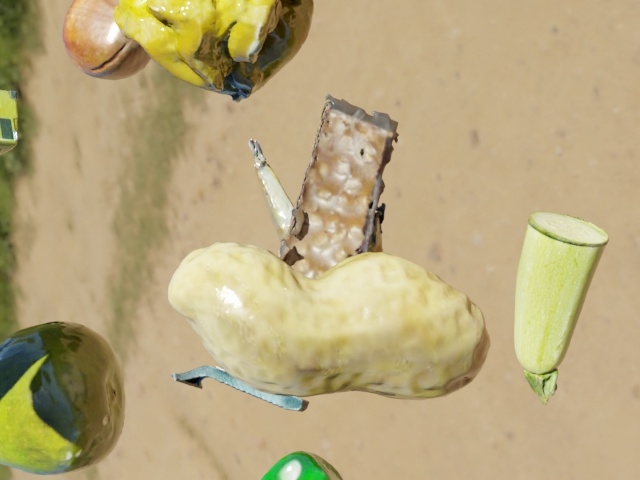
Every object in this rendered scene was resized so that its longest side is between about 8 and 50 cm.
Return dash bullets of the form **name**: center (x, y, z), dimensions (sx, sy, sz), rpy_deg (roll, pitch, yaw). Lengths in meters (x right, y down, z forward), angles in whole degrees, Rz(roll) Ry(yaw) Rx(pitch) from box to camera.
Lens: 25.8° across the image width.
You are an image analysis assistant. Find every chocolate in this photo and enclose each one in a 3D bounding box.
- **chocolate**: center (0.000, 0.002, 1.518), dimensions (0.065, 0.102, 0.329), rpy_deg (-24, 46, 63)

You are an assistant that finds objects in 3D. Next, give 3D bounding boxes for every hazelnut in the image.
- **hazelnut**: center (-0.280, -0.292, 1.957), dimensions (0.150, 0.150, 0.150), rpy_deg (48, 148, 44)

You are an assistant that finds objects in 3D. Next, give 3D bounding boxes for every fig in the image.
- **fig**: center (-0.428, 0.214, 2.032), dimensions (0.314, 0.233, 0.233), rpy_deg (19, 134, 19)

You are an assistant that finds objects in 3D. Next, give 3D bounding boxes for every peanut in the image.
- **peanut**: center (0.007, 0.058, 0.976), dimensions (0.103, 0.229, 0.098), rpy_deg (-99, 19, -51)

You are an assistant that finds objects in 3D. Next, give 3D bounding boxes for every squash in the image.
- **squash**: center (0.266, 0.084, 1.589), dimensions (0.094, 0.094, 0.224), rpy_deg (36, 125, 54)

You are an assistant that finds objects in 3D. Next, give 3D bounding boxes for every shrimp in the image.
- **shrimp**: center (0.000, -0.006, 1.779), dimensions (0.287, 0.068, 0.185), rpy_deg (42, 145, 52)

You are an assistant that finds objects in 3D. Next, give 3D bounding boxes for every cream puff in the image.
- **cream puff**: center (-0.145, -0.306, 1.652), dimensions (0.324, 0.291, 0.257), rpy_deg (83, -168, -87)

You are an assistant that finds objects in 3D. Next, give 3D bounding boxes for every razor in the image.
- **razor**: center (-0.097, 0.185, 1.765), dimensions (0.190, 0.066, 0.033), rpy_deg (10, 80, 33)

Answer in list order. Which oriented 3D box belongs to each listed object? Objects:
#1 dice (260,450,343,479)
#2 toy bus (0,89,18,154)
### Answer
- **dice**: center (-0.003, 0.313, 1.493), dimensions (0.128, 0.120, 0.131), rpy_deg (41, -179, -36)
- **toy bus**: center (-0.488, -0.159, 1.848), dimensions (0.088, 0.175, 0.101), rpy_deg (-18, 76, 38)
